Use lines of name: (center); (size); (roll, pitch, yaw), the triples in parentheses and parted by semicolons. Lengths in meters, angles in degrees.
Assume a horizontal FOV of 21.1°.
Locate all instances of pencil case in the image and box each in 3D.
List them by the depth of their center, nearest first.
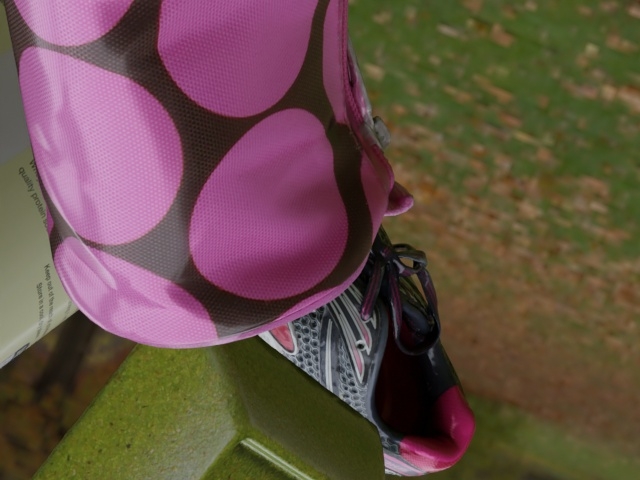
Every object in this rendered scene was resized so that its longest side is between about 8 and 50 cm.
pencil case: (-0.031, -0.082, 0.412); (0.098, 0.209, 0.095); (-11, -145, -8)

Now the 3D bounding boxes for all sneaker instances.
sneaker: (0.000, 0.000, 0.929); (0.112, 0.121, 0.299); (11, 137, 47)

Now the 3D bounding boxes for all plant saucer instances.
plant saucer: (-0.055, 0.136, 0.715); (0.045, 0.188, 0.188); (36, 176, 36)

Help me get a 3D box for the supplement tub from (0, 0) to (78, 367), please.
supplement tub: (-0.205, -0.054, 0.969); (0.235, 0.325, 0.235); (35, 147, 27)
